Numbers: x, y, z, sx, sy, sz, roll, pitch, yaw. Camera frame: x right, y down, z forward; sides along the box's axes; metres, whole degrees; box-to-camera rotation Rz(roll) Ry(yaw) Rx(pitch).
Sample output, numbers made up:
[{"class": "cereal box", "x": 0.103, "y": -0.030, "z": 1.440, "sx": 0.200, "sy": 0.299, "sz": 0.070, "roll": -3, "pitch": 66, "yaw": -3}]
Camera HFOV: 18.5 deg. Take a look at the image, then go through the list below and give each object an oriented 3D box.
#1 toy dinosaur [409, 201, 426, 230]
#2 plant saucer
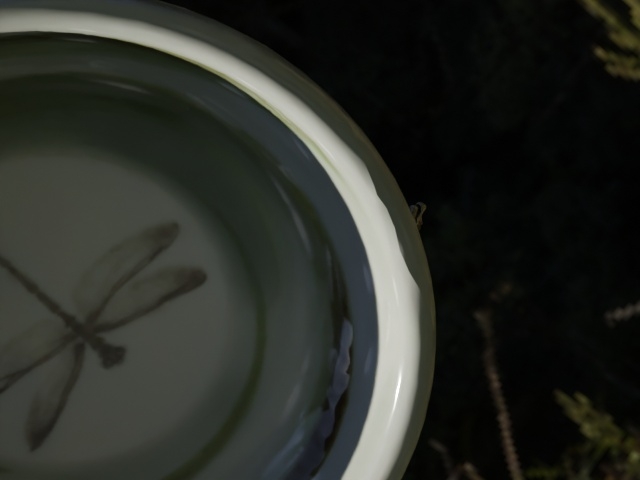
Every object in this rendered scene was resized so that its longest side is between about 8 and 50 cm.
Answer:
[{"class": "toy dinosaur", "x": -0.002, "y": 0.009, "z": 1.521, "sx": 0.183, "sy": 0.092, "sz": 0.053, "roll": -8, "pitch": 94, "yaw": 37}, {"class": "plant saucer", "x": -0.141, "y": 0.045, "z": 1.063, "sx": 0.400, "sy": 0.400, "sz": 0.100, "roll": -46, "pitch": 20, "yaw": 14}]
